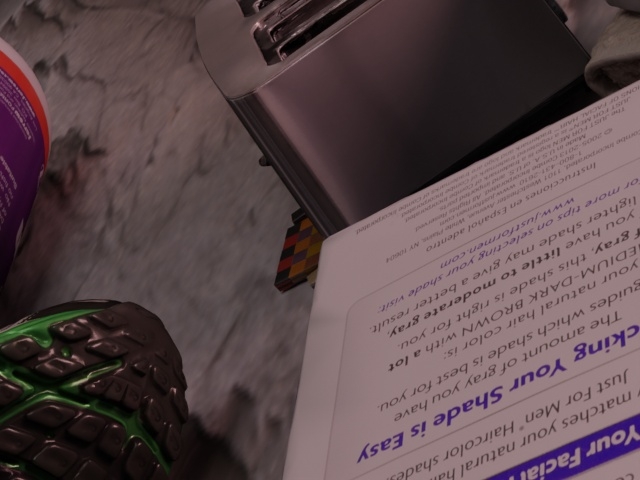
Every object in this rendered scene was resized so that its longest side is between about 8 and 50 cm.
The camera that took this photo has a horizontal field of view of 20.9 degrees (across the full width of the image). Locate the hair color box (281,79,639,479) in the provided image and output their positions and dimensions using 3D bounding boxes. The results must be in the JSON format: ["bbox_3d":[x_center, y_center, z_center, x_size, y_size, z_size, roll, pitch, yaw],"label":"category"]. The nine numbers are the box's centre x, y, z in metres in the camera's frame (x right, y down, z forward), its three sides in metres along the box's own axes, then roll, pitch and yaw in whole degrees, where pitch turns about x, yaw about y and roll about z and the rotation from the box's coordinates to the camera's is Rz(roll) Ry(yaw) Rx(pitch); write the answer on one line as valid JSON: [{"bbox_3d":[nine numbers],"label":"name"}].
[{"bbox_3d":[0.084,0.096,0.532,0.185,0.110,0.339,-27,28,25],"label":"hair color box"}]

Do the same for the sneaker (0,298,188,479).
[{"bbox_3d":[-0.212,0.140,0.838,0.343,0.134,0.146,-39,25,7],"label":"sneaker"}]

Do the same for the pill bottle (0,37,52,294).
[{"bbox_3d":[-0.287,-0.004,1.111,0.181,0.181,0.323,-29,28,23],"label":"pill bottle"}]

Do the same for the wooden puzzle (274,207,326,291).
[{"bbox_3d":[0.000,0.000,0.910,0.049,0.006,0.083,-27,29,27],"label":"wooden puzzle"}]

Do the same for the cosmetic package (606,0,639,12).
[{"bbox_3d":[0.189,-0.145,0.683,0.117,0.085,0.231,-43,23,-5],"label":"cosmetic package"}]

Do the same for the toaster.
[{"bbox_3d":[0.028,-0.096,0.892,0.185,0.110,0.168,-35,25,6],"label":"toaster"}]

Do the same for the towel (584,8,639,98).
[{"bbox_3d":[0.255,-0.133,0.723,0.187,0.049,0.282,-51,26,-22],"label":"towel"}]
